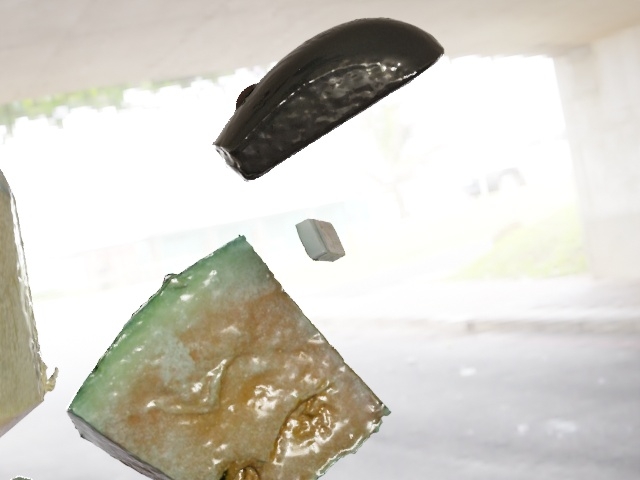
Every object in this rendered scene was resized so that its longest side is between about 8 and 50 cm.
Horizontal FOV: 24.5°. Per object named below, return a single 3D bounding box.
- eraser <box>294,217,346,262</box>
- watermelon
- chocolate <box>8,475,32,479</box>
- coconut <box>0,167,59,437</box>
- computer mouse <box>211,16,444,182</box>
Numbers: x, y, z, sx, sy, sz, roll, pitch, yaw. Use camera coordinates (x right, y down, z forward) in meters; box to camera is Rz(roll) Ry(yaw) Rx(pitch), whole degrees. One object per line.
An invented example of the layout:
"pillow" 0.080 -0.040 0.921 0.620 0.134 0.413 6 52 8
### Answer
"eraser" 0.000 0.000 1.371 0.019 0.038 0.083 -25 -8 12
"watermelon" -0.118 0.156 1.564 0.264 0.302 0.151 -46 23 -9
"chocolate" -0.389 0.316 1.403 0.291 0.110 0.110 -30 11 -36
"coconut" -0.261 0.037 0.773 0.244 0.239 0.239 -39 -6 12
"computer mouse" 0.000 -0.167 1.594 0.269 0.100 0.170 -32 3 3
